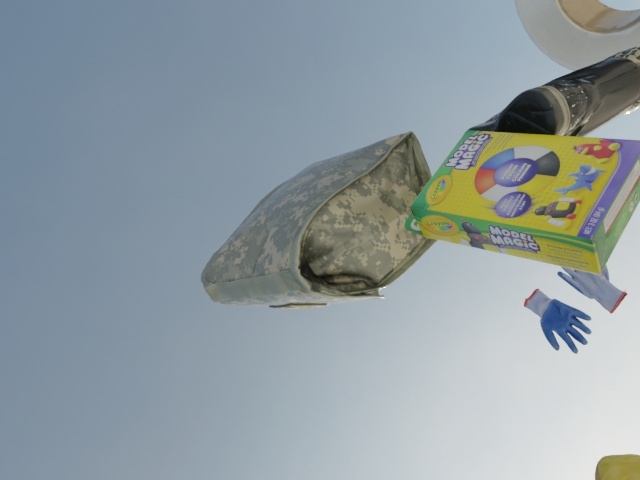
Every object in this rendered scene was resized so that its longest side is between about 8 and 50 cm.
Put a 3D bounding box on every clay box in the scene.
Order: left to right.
[{"bbox_3d":[0.192,-0.050,0.603,0.127,0.222,0.053,-51,-49,-23],"label":"clay box"}]

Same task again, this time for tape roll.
[{"bbox_3d":[0.430,-0.387,0.860,0.100,0.286,0.286,-38,-66,-33],"label":"tape roll"}]

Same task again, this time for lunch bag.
[{"bbox_3d":[0.000,0.000,0.806,0.287,0.235,0.169,-39,-72,-35],"label":"lunch bag"}]

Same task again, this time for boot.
[{"bbox_3d":[0.287,-0.145,0.736,0.178,0.236,0.085,-24,-95,-13],"label":"boot"}]

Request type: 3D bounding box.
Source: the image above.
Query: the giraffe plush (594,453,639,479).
[{"bbox_3d":[0.346,0.283,0.514,0.181,0.210,0.170,41,-145,4],"label":"giraffe plush"}]

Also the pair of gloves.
[{"bbox_3d":[0.481,0.108,1.137,0.023,0.159,0.198,14,-64,-35],"label":"pair of gloves"}]
